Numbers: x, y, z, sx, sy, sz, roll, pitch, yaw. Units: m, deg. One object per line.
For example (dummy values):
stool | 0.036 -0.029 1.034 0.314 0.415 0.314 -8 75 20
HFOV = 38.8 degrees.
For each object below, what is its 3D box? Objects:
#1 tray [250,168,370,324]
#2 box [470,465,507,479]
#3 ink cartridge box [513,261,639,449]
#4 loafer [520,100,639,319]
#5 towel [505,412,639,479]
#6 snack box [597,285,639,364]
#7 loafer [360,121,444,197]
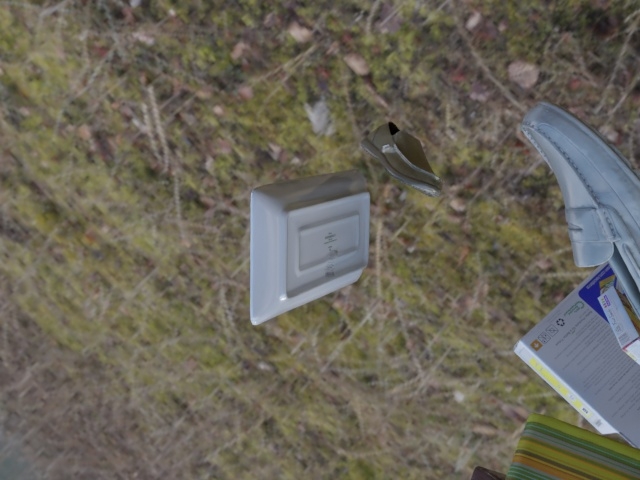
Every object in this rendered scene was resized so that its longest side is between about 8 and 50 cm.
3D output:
tray | 0.000 0.000 1.027 0.030 0.270 0.145 7 101 26
box | 0.276 0.402 1.110 0.167 0.168 0.203 19 179 -17
ink cartridge box | 0.580 0.210 1.706 0.307 0.304 0.072 46 159 17
loafer | 0.324 -0.015 1.012 0.319 0.111 0.112 51 -174 1
towel | 0.170 0.250 0.688 0.102 0.237 0.021 19 150 19
snack box | 0.498 0.147 1.430 0.100 0.141 0.037 39 113 -21
loafer | 0.099 -0.100 1.070 0.056 0.050 0.148 23 -165 -42
